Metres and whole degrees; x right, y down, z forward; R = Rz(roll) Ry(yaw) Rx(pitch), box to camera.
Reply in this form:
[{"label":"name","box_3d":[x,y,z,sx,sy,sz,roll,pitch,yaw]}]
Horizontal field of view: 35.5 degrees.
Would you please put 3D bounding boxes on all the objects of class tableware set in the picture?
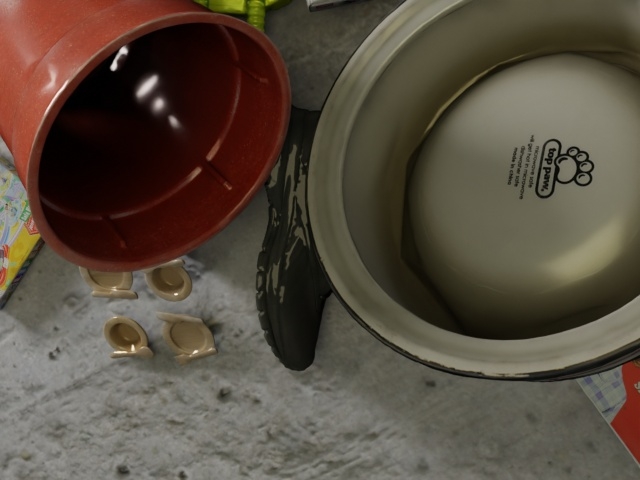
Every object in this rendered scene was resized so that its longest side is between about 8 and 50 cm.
[{"label":"tableware set","box_3d":[-0.195,0.075,1.119,0.141,0.020,0.169,-3,121,20]}]

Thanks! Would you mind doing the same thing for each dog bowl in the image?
[{"label":"dog bowl","box_3d":[0.197,-0.058,0.909,0.407,0.150,0.408,-11,65,25]}]

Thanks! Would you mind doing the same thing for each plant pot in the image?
[{"label":"plant pot","box_3d":[-0.213,-0.155,0.980,0.265,0.272,0.272,44,105,35]}]

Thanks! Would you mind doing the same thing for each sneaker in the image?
[{"label":"sneaker","box_3d":[0.000,0.000,1.057,0.130,0.109,0.286,4,99,5]}]

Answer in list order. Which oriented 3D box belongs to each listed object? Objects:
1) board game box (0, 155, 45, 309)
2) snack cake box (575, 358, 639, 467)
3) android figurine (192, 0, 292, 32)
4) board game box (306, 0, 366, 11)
[{"label":"board game box","box_3d":[-0.380,-0.007,1.171,0.103,0.026,0.154,36,102,6]},{"label":"snack cake box","box_3d":[0.309,0.081,1.006,0.152,0.089,0.264,-36,89,11]},{"label":"android figurine","box_3d":[-0.087,-0.354,1.057,0.248,0.056,0.273,8,96,10]},{"label":"board game box","box_3d":[0.118,-0.351,0.983,0.305,0.053,0.193,-11,95,1]}]
